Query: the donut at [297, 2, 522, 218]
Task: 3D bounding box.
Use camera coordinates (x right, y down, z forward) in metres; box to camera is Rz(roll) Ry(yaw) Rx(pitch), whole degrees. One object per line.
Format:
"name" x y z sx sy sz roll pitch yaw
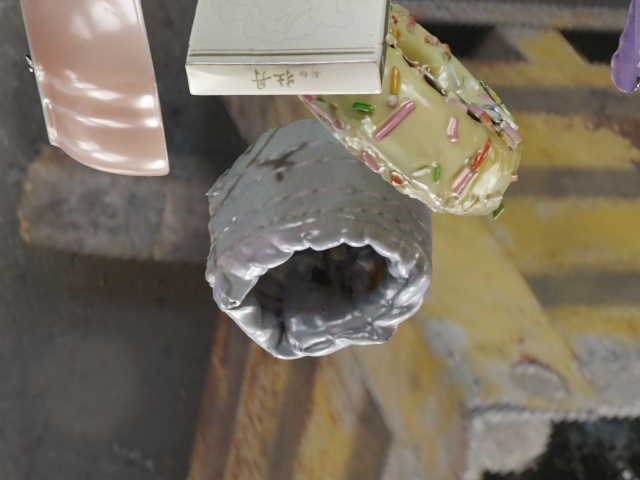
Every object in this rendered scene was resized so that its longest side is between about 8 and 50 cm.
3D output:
"donut" 0.052 -0.085 1.157 0.174 0.174 0.068 31 108 -33

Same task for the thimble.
"thimble" 0.001 -0.002 1.315 0.151 0.118 0.127 -24 131 25

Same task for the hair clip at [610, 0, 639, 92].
"hair clip" 0.233 -0.222 1.228 0.090 0.137 0.278 -38 133 -39

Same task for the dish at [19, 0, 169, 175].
"dish" -0.181 -0.144 1.486 0.090 0.213 0.213 -12 126 -7

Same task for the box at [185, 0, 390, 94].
"box" -0.012 -0.163 1.114 0.109 0.198 0.029 0 142 8
